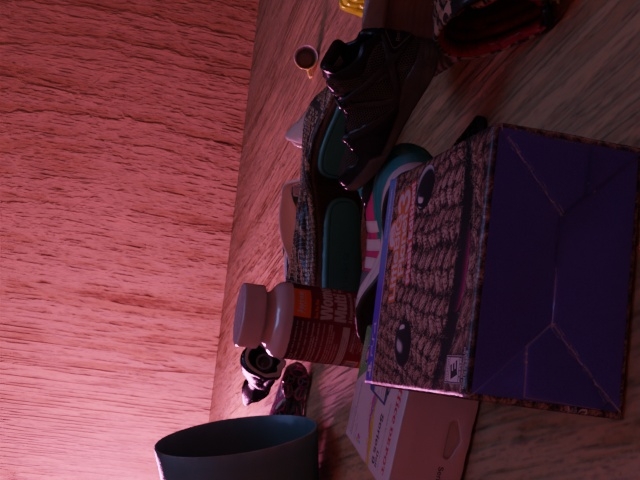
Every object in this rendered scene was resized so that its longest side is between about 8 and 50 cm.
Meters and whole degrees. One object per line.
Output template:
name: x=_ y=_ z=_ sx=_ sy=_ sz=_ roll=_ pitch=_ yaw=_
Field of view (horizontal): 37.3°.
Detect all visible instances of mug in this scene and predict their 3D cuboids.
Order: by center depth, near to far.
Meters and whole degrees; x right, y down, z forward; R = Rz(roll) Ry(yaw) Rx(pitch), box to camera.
mug: x=-0.041 y=-0.460 z=2.438 sx=0.064 sy=0.062 sz=0.078 roll=-129 pitch=56 yaw=-85

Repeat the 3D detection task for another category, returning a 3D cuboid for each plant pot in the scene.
plant pot: x=0.142 y=-0.301 z=1.242 sx=0.237 sy=0.110 sz=0.237 roll=13 pitch=-90 yaw=-73
plant pot: x=-0.135 y=0.459 z=1.688 sx=0.293 sy=0.293 sz=0.235 roll=-177 pitch=80 yaw=-78

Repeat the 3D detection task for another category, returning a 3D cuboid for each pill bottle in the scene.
pill bottle: x=-0.020 y=0.131 z=1.498 sx=0.121 sy=0.221 sz=0.121 roll=-171 pitch=90 yaw=-78

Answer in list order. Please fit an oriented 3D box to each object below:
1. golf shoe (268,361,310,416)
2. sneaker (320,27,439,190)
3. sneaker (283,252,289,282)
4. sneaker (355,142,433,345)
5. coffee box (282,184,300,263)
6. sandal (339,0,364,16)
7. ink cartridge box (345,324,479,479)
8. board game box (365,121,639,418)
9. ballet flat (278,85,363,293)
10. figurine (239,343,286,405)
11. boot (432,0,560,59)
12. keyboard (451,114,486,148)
golf shoe: x=-0.065 y=0.341 z=1.943 sx=0.086 sy=0.068 sz=0.186 roll=-164 pitch=93 yaw=-86
sneaker: x=0.044 y=-0.168 z=1.177 sx=0.087 sy=0.130 sz=0.227 roll=-86 pitch=17 yaw=-48
sneaker: x=0.000 y=0.000 z=1.780 sx=0.147 sy=0.105 sz=0.295 roll=-137 pitch=62 yaw=-82
sneaker: x=0.100 y=-0.008 z=1.287 sx=0.178 sy=0.124 sz=0.295 roll=-90 pitch=9 yaw=-57
coffee box: x=-0.062 y=-0.042 z=2.257 sx=0.184 sy=0.040 sz=0.113 roll=-95 pitch=18 yaw=-49
sandal: x=0.107 y=-0.480 z=1.625 sx=0.317 sy=0.126 sz=0.138 roll=-174 pitch=97 yaw=-77
ink cartridge box: x=0.108 y=0.204 z=1.159 sx=0.212 sy=0.093 sz=0.154 roll=-143 pitch=63 yaw=-75
board game box: x=0.162 y=0.039 z=0.912 sx=0.291 sy=0.141 sz=0.232 roll=153 pitch=125 yaw=-75
ballet flat: x=0.005 y=-0.099 z=1.632 sx=0.182 sy=0.164 sz=0.482 roll=17 pitch=102 yaw=44
figurine: x=-0.101 y=0.236 z=2.024 sx=0.215 sy=0.092 sz=0.209 roll=-59 pitch=-5 yaw=-31
boot: x=0.214 y=-0.380 z=1.002 sx=0.377 sy=0.138 sz=0.284 roll=154 pitch=121 yaw=-68
keyboard: x=0.182 y=-0.057 z=1.180 sx=0.108 sy=0.023 sz=0.180 roll=116 pitch=160 yaw=-55
